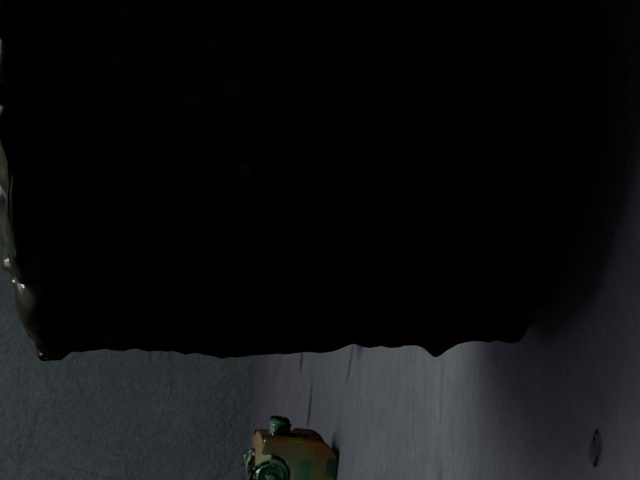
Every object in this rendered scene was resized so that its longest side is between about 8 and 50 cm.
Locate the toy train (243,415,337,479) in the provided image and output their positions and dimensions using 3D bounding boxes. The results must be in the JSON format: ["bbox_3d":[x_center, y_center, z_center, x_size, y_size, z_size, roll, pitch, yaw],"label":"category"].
[{"bbox_3d":[-0.037,0.287,1.284,0.072,0.099,0.188,-163,81,-81],"label":"toy train"}]

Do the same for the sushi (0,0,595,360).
[{"bbox_3d":[-0.022,-0.081,0.602,0.299,0.294,0.281,168,103,-82],"label":"sushi"}]
